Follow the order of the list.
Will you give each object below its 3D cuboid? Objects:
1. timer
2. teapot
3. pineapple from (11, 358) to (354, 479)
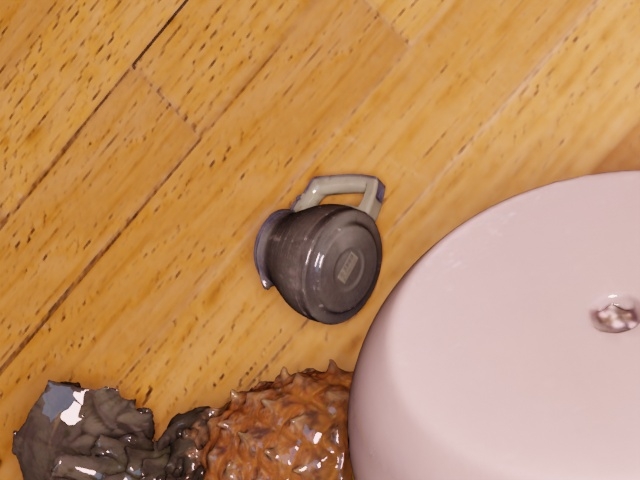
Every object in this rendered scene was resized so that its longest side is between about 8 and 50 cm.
[{"bbox_3d":[0.153,0.133,0.854,0.285,0.285,0.285,-1,88,22],"label":"timer"},{"bbox_3d":[0.000,0.000,1.002,0.057,0.066,0.088,17,72,38],"label":"teapot"},{"bbox_3d":[-0.069,0.129,1.002,0.237,0.111,0.119,-9,55,27],"label":"pineapple"}]
